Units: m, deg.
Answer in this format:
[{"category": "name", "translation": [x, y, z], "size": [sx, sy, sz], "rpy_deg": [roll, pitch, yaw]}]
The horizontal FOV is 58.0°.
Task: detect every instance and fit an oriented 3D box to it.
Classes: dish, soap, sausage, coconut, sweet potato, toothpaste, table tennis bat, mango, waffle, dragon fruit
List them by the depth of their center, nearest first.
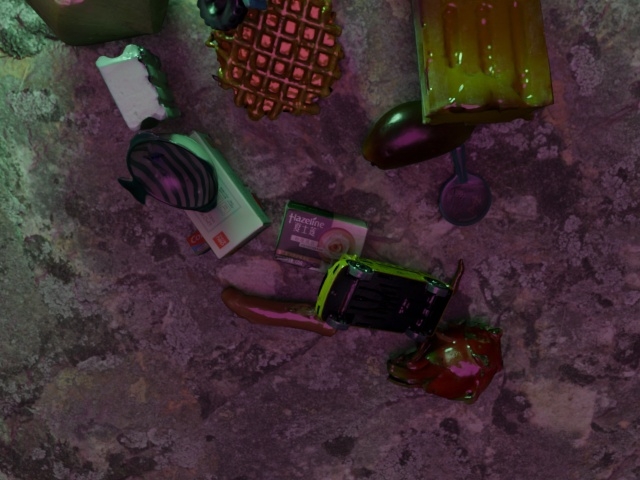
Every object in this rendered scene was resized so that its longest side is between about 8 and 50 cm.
[{"category": "coconut", "translation": [-0.427, -0.524, 1.106], "size": [0.328, 0.281, 0.328], "rpy_deg": [6, 76, -24]}, {"category": "soap", "translation": [0.315, -0.381, 1.169], "size": [0.259, 0.143, 0.281], "rpy_deg": [-4, 88, -4]}, {"category": "soap", "translation": [-0.363, -0.305, 1.178], "size": [0.094, 0.261, 0.150], "rpy_deg": [-20, 104, -4]}, {"category": "dish", "translation": [-0.305, -0.153, 1.201], "size": [0.246, 0.078, 0.224], "rpy_deg": [-12, 134, 33]}, {"category": "waffle", "translation": [-0.099, -0.413, 1.230], "size": [0.329, 0.062, 0.329], "rpy_deg": [1, 113, 1]}, {"category": "mango", "translation": [0.217, -0.241, 1.266], "size": [0.267, 0.111, 0.133], "rpy_deg": [-19, 85, -2]}, {"category": "table tennis bat", "translation": [0.329, -0.128, 1.338], "size": [0.124, 0.033, 0.201], "rpy_deg": [-12, 110, 2]}, {"category": "toothpaste", "translation": [-0.228, -0.046, 1.356], "size": [0.193, 0.044, 0.070], "rpy_deg": [-35, 87, 9]}, {"category": "dragon fruit", "translation": [0.301, 0.277, 1.393], "size": [0.269, 0.198, 0.200], "rpy_deg": [11, 74, 18]}, {"category": "sausage", "translation": [-0.096, 0.175, 1.406], "size": [0.304, 0.078, 0.078], "rpy_deg": [12, 106, -3]}, {"category": "sweet potato", "translation": [0.329, 0.100, 1.406], "size": [0.026, 0.026, 0.115], "rpy_deg": [21, 103, -5]}]

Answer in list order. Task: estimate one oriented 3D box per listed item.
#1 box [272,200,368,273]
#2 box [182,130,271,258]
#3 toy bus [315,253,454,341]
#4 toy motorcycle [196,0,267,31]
[{"category": "box", "translation": [0.000, 0.000, 1.352], "size": [0.199, 0.081, 0.135], "rpy_deg": [14, 105, -6]}, {"category": "box", "translation": [-0.240, -0.104, 1.291], "size": [0.135, 0.079, 0.269], "rpy_deg": [-38, 86, 10]}, {"category": "toy bus", "translation": [0.129, 0.120, 1.290], "size": [0.331, 0.151, 0.145], "rpy_deg": [14, 107, -32]}, {"category": "toy motorcycle", "translation": [-0.176, -0.614, 1.060], "size": [0.232, 0.172, 0.416], "rpy_deg": [-3, 97, 41]}]
